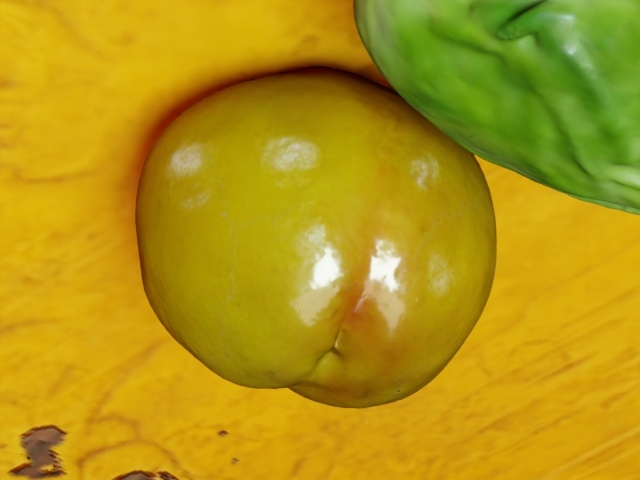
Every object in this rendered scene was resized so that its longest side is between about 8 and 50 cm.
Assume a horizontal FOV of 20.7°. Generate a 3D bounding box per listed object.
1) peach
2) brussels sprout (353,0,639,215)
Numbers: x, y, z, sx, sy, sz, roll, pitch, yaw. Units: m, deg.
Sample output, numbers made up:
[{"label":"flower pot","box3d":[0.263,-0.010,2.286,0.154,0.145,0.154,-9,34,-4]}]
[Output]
[{"label":"peach","box3d":[0.000,0.000,0.664,0.138,0.138,0.138,-5,138,-5]},{"label":"brussels sprout","box3d":[0.110,-0.103,0.560,0.223,0.161,0.223,10,131,11]}]
